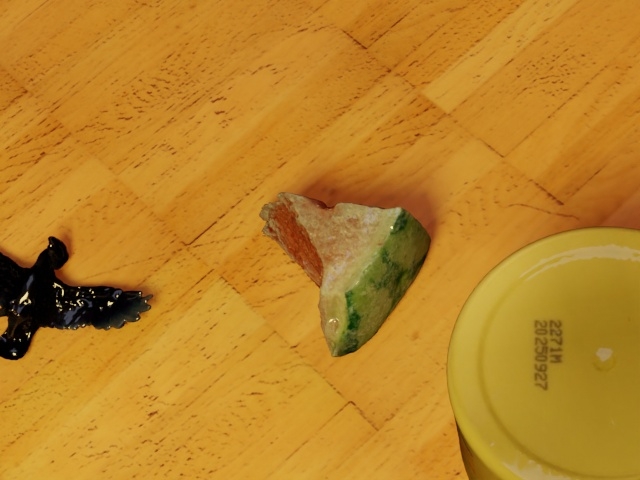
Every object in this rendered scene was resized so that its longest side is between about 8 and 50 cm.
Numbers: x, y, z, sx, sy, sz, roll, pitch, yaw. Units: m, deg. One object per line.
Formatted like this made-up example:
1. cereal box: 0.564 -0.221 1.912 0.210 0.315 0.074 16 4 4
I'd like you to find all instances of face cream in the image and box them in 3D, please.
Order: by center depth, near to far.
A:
1. face cream: 0.206 0.124 1.074 0.218 0.179 0.218 -5 60 9

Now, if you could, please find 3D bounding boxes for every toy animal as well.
1. toy animal: -0.250 0.047 1.289 0.220 0.062 0.108 12 46 19

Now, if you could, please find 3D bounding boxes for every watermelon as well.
1. watermelon: 0.024 -0.005 1.237 0.121 0.098 0.158 -28 55 -5
